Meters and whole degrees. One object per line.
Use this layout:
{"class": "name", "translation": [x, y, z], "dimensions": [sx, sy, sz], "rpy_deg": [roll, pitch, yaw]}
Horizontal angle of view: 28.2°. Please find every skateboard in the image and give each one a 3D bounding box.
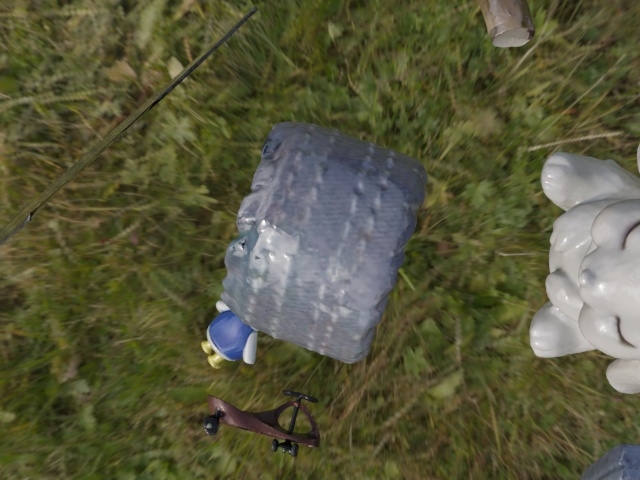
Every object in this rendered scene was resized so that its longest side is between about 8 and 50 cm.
{"class": "skateboard", "translation": [-0.070, 0.219, 1.587], "dimensions": [0.151, 0.067, 0.080], "rpy_deg": [16, 77, -1]}

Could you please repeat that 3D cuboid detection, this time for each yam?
{"class": "yam", "translation": [0.145, -0.305, 1.196], "dimensions": [0.046, 0.046, 0.264], "rpy_deg": [-15, 75, 2]}

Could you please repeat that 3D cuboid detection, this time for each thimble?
{"class": "thimble", "translation": [0.000, 0.000, 1.280], "dimensions": [0.172, 0.236, 0.205], "rpy_deg": [20, 61, 4]}

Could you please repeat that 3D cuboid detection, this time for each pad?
{"class": "pad", "translation": [-0.207, -0.024, 0.917], "dimensions": [0.007, 0.367, 0.247], "rpy_deg": [48, 49, -11]}

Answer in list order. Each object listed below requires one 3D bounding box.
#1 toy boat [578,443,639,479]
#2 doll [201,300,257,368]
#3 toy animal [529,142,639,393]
{"class": "toy boat", "translation": [0.392, 0.336, 1.637], "dimensions": [0.127, 0.283, 0.078], "rpy_deg": [2, 64, -4]}
{"class": "doll", "translation": [-0.096, 0.105, 1.616], "dimensions": [0.143, 0.058, 0.099], "rpy_deg": [-43, 61, 22]}
{"class": "toy animal", "translation": [0.327, 0.028, 1.238], "dimensions": [0.206, 0.265, 0.271], "rpy_deg": [4, 93, -9]}
